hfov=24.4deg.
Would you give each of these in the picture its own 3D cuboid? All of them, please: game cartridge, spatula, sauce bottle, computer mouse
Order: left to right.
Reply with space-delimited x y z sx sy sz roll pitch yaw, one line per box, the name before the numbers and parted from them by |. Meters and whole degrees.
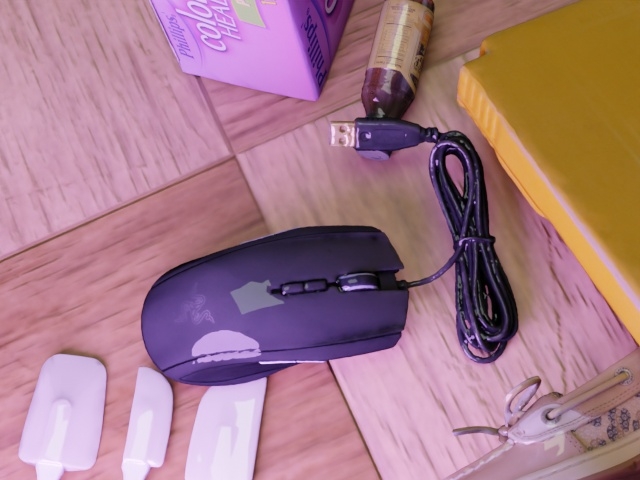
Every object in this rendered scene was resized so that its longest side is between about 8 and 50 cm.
spatula | -0.136 0.198 1.001 0.168 0.019 0.242 7 69 6
computer mouse | 0.000 0.000 1.021 0.262 0.060 0.184 -5 75 3
sauce bottle | 0.053 -0.122 1.096 0.042 0.042 0.128 11 78 13
game cartridge | 0.283 -0.054 0.979 0.285 0.052 0.323 -22 55 -15

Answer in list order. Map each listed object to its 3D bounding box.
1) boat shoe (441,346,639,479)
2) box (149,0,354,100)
boat shoe | 0.184 0.119 0.945 0.285 0.104 0.089 -22 60 -12
box | -0.033 -0.265 1.076 0.117 0.213 0.243 15 69 15
